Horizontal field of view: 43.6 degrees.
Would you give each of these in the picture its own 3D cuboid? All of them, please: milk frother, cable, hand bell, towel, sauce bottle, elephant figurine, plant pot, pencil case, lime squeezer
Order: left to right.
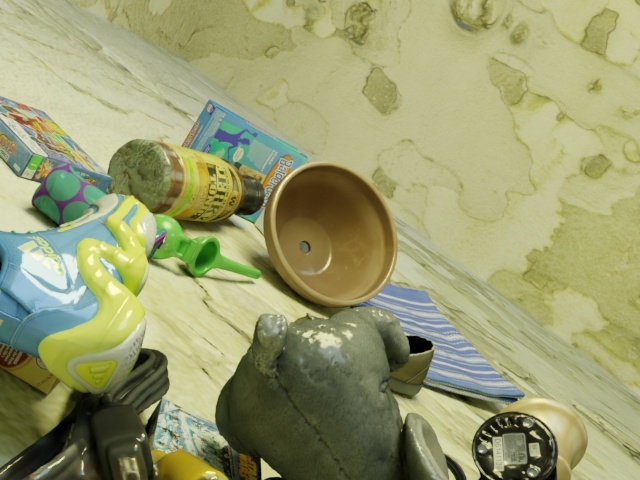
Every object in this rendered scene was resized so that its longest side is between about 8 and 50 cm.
[{"bbox_3d":[-0.147,0.142,0.532,0.139,0.072,0.287,-13,8,-16],"label":"cable"},{"bbox_3d":[-0.251,-0.024,0.914,0.152,0.064,0.070,35,27,5],"label":"pencil case"},{"bbox_3d":[-0.186,0.009,1.036,0.310,0.058,0.110,25,-17,-32],"label":"lime squeezer"},{"bbox_3d":[-0.187,-0.085,1.243,0.111,0.111,0.344,37,13,18],"label":"sauce bottle"},{"bbox_3d":[0.000,0.000,1.294,0.237,0.237,0.110,29,-30,-22],"label":"plant pot"},{"bbox_3d":[0.035,0.176,0.565,0.186,0.169,0.239,-10,64,-43],"label":"elephant figurine"},{"bbox_3d":[0.175,0.156,1.378,0.243,0.040,0.336,18,17,-34],"label":"towel"},{"bbox_3d":[0.171,0.260,0.833,0.143,0.129,0.134,8,-39,25],"label":"milk frother"},{"bbox_3d":[0.267,0.301,0.946,0.126,0.126,0.242,33,22,-2],"label":"hand bell"}]

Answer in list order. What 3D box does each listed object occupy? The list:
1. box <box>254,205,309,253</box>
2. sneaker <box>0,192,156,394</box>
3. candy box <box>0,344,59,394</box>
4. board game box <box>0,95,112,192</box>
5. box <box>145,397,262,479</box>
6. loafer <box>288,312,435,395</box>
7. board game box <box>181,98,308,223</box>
[{"bbox_3d":[-0.012,-0.010,1.478,0.170,0.091,0.130,25,13,-37],"label":"box"},{"bbox_3d":[-0.193,0.009,0.590,0.126,0.091,0.240,28,14,-25],"label":"sneaker"},{"bbox_3d":[-0.267,0.036,0.632,0.187,0.053,0.109,31,11,-6],"label":"candy box"},{"bbox_3d":[-0.389,-0.135,1.082,0.201,0.035,0.136,40,12,32],"label":"board game box"},{"bbox_3d":[-0.088,0.177,0.591,0.094,0.027,0.137,30,11,-13],"label":"box"},{"bbox_3d":[0.061,0.134,1.061,0.251,0.087,0.094,23,15,-44],"label":"loafer"},{"bbox_3d":[-0.150,-0.135,1.449,0.210,0.160,0.047,27,12,-33],"label":"board game box"}]
